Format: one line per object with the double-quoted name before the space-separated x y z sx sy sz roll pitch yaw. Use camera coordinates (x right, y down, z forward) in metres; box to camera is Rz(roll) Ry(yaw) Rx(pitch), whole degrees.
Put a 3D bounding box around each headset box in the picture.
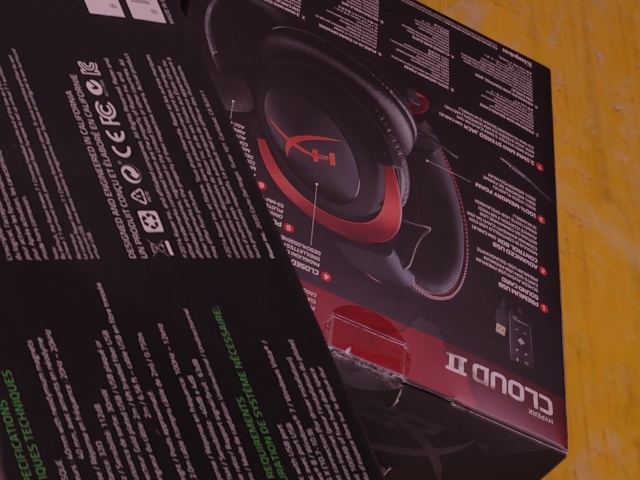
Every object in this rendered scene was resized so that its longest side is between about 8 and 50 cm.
"headset box" 0.000 0.000 0.819 0.218 0.110 0.293 24 44 -20
"headset box" -0.144 0.056 0.543 0.131 0.283 0.246 0 58 -43
